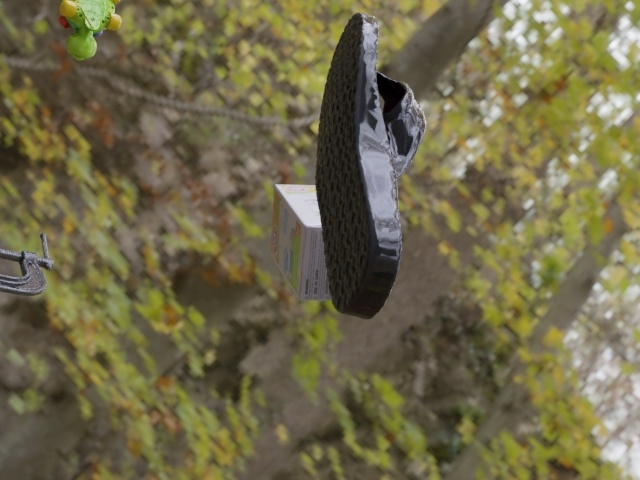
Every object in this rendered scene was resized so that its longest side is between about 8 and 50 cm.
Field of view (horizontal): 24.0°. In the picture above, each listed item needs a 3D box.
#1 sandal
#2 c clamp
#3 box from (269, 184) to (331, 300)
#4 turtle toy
[{"bbox_3d":[0.066,-0.089,1.833,0.107,0.445,0.167,12,-40,-18],"label":"sandal"},{"bbox_3d":[-0.353,0.021,1.586,0.022,0.161,0.137,-67,-148,22],"label":"c clamp"},{"bbox_3d":[0.000,0.000,2.134,0.203,0.103,0.114,-126,-142,-66],"label":"box"},{"bbox_3d":[-0.342,-0.324,2.183,0.095,0.130,0.066,14,-31,-29],"label":"turtle toy"}]
